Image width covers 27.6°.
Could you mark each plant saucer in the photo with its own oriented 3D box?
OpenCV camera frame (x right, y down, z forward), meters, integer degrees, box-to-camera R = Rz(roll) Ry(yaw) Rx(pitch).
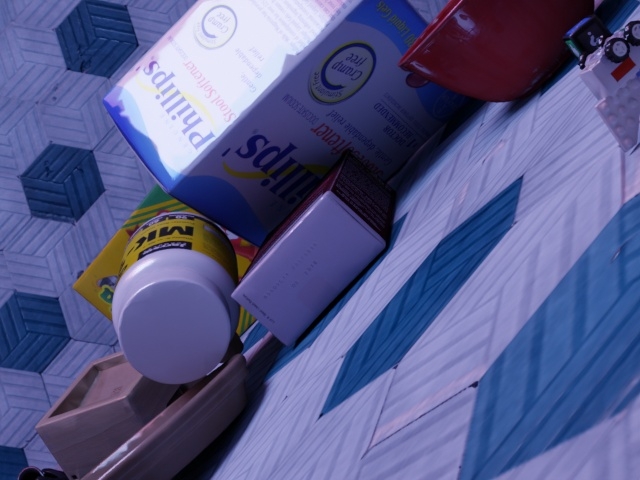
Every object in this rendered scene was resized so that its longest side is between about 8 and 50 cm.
[{"bbox_3d":[-0.163,0.197,1.098,0.278,0.041,0.278,-39,1,1],"label":"plant saucer"}]

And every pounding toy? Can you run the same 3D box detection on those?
[{"bbox_3d":[-0.156,0.154,1.354,0.206,0.094,0.181,-21,18,29],"label":"pounding toy"}]

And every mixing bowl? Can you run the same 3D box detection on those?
[{"bbox_3d":[0.158,-0.180,1.075,0.181,0.098,0.181,-48,4,5],"label":"mixing bowl"}]

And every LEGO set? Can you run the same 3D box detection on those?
[{"bbox_3d":[0.222,-0.144,0.669,0.244,0.060,0.182,-35,8,33],"label":"LEGO set"}]

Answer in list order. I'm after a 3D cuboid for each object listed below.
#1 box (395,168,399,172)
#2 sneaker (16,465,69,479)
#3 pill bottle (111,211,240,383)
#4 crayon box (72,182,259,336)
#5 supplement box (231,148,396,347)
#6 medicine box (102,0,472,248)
[{"bbox_3d":[0.067,-0.135,1.573,0.156,0.093,0.158,-51,4,-29],"label":"box"},{"bbox_3d":[-0.290,0.280,1.463,0.084,0.097,0.234,-49,5,-10],"label":"sneaker"},{"bbox_3d":[-0.135,0.053,1.232,0.119,0.119,0.208,-48,14,8],"label":"pill bottle"},{"bbox_3d":[-0.168,0.044,1.633,0.318,0.202,0.081,-47,5,33],"label":"crayon box"},{"bbox_3d":[0.000,0.000,1.223,0.130,0.073,0.239,-47,6,14],"label":"supplement box"},{"bbox_3d":[-0.023,-0.150,1.339,0.289,0.149,0.263,-44,-31,8],"label":"medicine box"}]
